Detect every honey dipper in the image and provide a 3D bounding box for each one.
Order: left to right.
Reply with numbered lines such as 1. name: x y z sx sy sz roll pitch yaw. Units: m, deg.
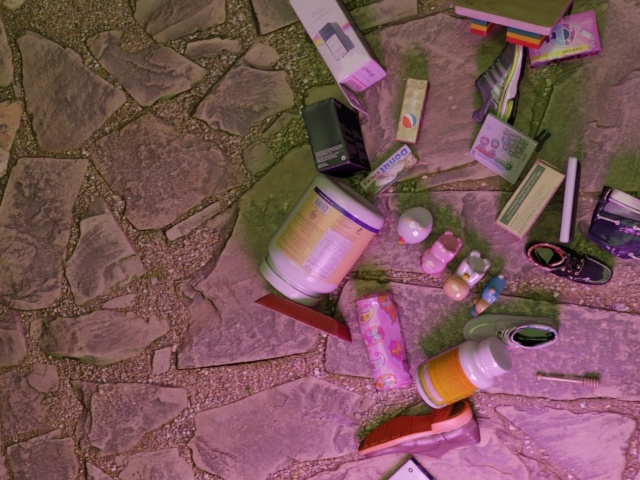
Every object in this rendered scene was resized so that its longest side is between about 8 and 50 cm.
1. honey dipper: 0.674 0.381 1.800 0.160 0.030 0.031 4 92 19

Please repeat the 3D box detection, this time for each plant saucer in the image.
1. plant saucer: -0.037 0.221 1.904 0.259 0.258 0.048 20 83 16

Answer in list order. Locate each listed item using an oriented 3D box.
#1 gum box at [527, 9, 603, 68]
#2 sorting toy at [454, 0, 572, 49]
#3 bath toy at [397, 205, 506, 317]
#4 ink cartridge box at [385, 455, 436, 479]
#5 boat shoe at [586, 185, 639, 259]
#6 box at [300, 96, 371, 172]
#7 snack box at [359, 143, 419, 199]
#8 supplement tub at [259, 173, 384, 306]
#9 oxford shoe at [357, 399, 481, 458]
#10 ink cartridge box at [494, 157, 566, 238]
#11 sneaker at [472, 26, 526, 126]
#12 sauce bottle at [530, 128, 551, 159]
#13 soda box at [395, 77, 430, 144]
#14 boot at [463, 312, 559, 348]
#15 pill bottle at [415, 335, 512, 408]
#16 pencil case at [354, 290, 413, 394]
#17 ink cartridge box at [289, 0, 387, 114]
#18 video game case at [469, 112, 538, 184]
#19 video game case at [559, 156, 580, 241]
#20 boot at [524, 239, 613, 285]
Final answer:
1. gum box: 0.654 -0.540 1.771 0.188 0.062 0.107 -9 88 17
2. sorting toy: 0.525 -0.624 1.734 0.257 0.089 0.255 24 61 25
3. bath toy: 0.344 0.057 1.852 0.348 0.151 0.129 44 145 10
4. ink cartridge box: 0.268 0.787 1.923 0.223 0.045 0.224 44 103 12
5. boat shoe: 0.860 -0.002 1.699 0.340 0.127 0.158 31 106 22
6. box: 0.049 -0.281 1.858 0.103 0.261 0.184 -13 87 17
7. snack box: 0.203 -0.201 1.937 0.178 0.022 0.064 -40 79 14
8. supplement tub: 0.000 0.000 1.889 0.241 0.241 0.331 39 102 13
9. oxford shoe: 0.278 0.576 1.879 0.363 0.130 0.133 -23 101 24
10. ink cartridge box: 0.544 -0.106 1.723 0.088 0.234 0.193 33 100 13
11. sneaker: 0.490 -0.455 1.803 0.121 0.111 0.300 11 93 20
12. sauce bottle: 0.579 -0.251 1.812 0.042 0.042 0.128 43 100 12
13. soda box: 0.266 -0.371 1.896 0.061 0.058 0.181 13 95 17
14. boot: 0.516 0.248 1.796 0.258 0.123 0.095 -7 89 17
15. pill bottle: 0.390 0.354 1.794 0.245 0.136 0.136 -36 80 35
16. pencil case: 0.181 0.291 1.906 0.124 0.124 0.284 -15 87 17
17. ink cartridge box: 0.072 -0.545 1.874 0.119 0.207 0.354 -32 83 16
18. video game case: 0.496 -0.250 1.797 0.157 0.019 0.143 39 138 21
19. video game case: 0.651 -0.102 1.712 0.023 0.193 0.213 7 93 24
20. boot: 0.649 0.063 1.723 0.236 0.178 0.085 21 97 16
